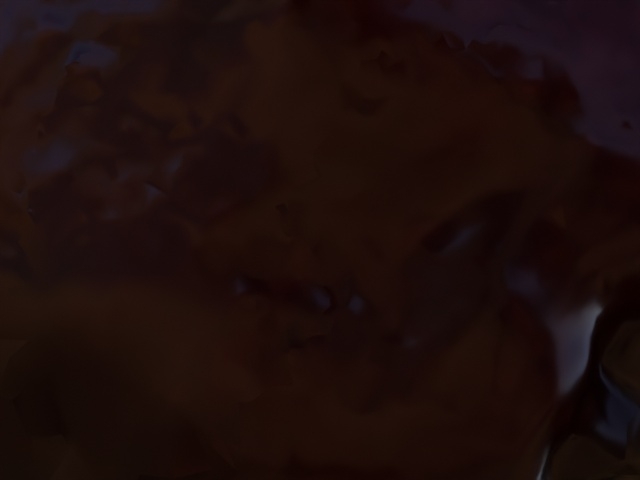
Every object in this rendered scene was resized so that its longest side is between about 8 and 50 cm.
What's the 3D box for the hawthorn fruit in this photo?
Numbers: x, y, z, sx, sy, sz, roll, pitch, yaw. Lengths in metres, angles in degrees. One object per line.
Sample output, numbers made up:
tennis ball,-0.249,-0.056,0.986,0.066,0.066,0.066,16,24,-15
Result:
hawthorn fruit,0.000,0.000,0.460,0.307,0.265,0.265,32,-16,42
